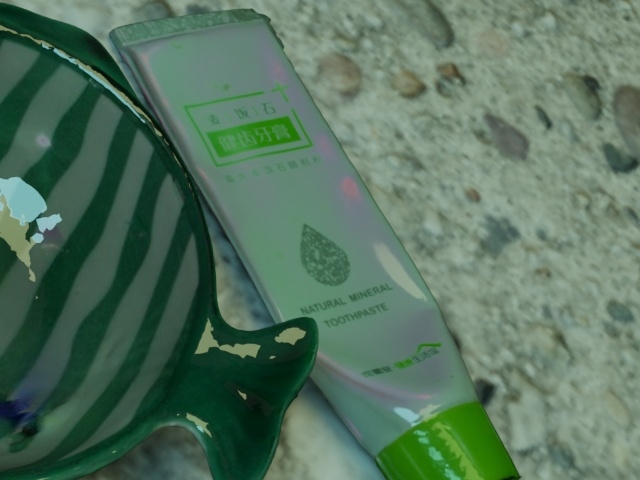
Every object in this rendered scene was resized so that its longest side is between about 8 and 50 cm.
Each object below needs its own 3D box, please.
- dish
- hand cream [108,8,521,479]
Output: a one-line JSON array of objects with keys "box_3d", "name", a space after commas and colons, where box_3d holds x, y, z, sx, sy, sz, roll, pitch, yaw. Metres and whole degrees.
[{"box_3d": [-0.130, 0.021, 0.521, 0.246, 0.078, 0.224, 30, 52, -7], "name": "dish"}, {"box_3d": [0.000, 0.001, 0.630, 0.079, 0.050, 0.275, 5, 50, -57], "name": "hand cream"}]
